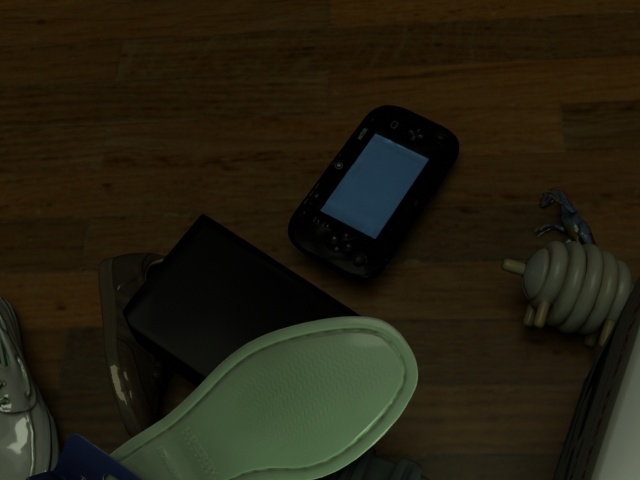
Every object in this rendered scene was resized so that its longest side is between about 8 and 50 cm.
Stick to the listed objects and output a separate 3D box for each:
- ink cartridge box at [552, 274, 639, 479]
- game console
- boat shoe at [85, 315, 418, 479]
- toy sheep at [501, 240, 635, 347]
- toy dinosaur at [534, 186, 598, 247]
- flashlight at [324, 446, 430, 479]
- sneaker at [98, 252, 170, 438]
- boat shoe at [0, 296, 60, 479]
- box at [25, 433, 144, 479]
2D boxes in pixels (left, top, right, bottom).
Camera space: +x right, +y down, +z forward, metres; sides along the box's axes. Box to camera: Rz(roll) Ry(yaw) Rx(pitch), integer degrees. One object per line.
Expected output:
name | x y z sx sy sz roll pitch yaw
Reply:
ink cartridge box | 0.230 0.154 0.540 0.129 0.307 0.223 20 65 17
game console | 0.000 0.000 0.787 0.213 0.044 0.361 32 64 7
boat shoe | -0.052 0.147 0.644 0.302 0.091 0.114 -28 79 18
toy sheep | 0.224 0.043 0.733 0.132 0.091 0.091 18 63 -4
toy dinosaur | 0.241 -0.013 0.800 0.090 0.047 0.082 24 51 -17
flashlight | 0.004 0.290 0.543 0.103 0.103 0.304 36 60 -10
sneaker | -0.160 0.090 0.765 0.071 0.066 0.188 -13 61 -6
boat shoe | -0.302 0.139 0.748 0.083 0.076 0.226 -27 61 -8
box | -0.194 0.276 0.624 0.136 0.036 0.225 27 95 21
